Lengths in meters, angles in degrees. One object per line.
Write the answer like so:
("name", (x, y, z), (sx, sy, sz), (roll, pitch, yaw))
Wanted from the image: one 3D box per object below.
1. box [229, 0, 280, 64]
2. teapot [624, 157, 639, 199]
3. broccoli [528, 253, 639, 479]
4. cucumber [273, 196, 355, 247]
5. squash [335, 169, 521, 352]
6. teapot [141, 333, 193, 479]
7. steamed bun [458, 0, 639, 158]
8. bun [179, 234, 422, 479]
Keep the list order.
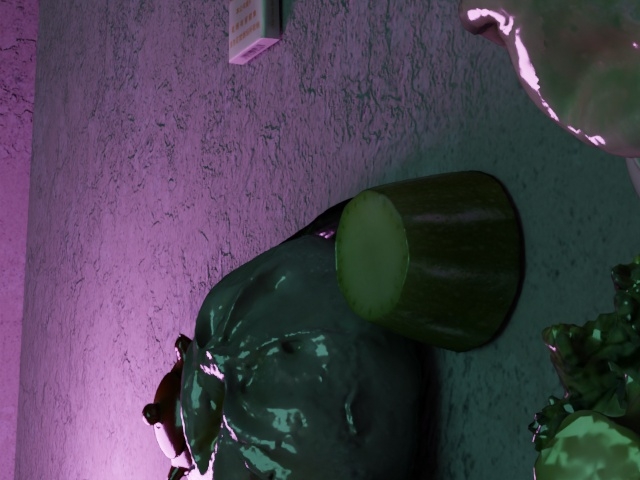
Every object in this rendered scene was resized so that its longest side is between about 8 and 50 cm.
("box", (-0.090, -0.359, 1.564), (0.122, 0.032, 0.220), (-19, 70, 62))
("teapot", (0.263, -0.060, 0.735), (0.159, 0.116, 0.245), (-42, 55, 41))
("broccoli", (0.232, 0.137, 0.625), (0.235, 0.260, 0.288), (-48, 42, -17))
("cucumber", (0.000, 0.000, 1.304), (0.284, 0.056, 0.056), (-29, 60, 56))
("squash", (0.093, 0.018, 1.050), (0.170, 0.123, 0.170), (-4, 86, 59))
("teapot", (-0.170, 0.249, 1.532), (0.178, 0.135, 0.252), (-172, 87, -68))
("steamed bun", (0.198, -0.203, 0.647), (0.280, 0.207, 0.268), (-34, 25, 6))
("bun", (-0.041, 0.165, 1.208), (0.354, 0.194, 0.354), (-13, 75, 61))
